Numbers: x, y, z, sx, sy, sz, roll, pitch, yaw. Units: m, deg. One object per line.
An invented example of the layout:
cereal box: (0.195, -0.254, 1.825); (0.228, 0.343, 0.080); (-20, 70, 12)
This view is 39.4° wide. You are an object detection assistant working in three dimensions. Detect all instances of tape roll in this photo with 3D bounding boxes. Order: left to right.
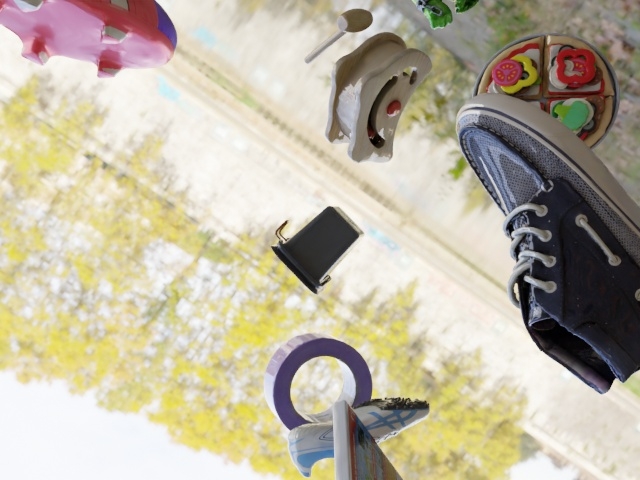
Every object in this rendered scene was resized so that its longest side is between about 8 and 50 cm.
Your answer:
tape roll: (-0.005, 0.267, 1.644); (0.189, 0.189, 0.080); (35, 173, -16)

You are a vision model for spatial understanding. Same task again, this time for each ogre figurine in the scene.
ogre figurine: (0.170, -0.365, 1.183); (0.118, 0.197, 0.097); (31, 176, 22)

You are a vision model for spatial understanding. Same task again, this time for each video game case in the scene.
video game case: (0.096, 0.396, 1.306); (0.285, 0.025, 0.204); (57, -162, -31)

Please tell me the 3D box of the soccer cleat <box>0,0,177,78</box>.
soccer cleat: (-0.188, -0.169, 0.478); (0.248, 0.095, 0.083); (20, 161, -9)

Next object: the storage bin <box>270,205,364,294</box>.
storage bin: (0.000, 0.000, 1.142); (0.098, 0.091, 0.135); (46, -174, 4)

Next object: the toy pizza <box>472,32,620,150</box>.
toy pizza: (0.310, -0.199, 1.238); (0.201, 0.201, 0.032); (36, 178, 22)

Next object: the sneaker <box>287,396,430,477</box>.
sneaker: (0.065, 0.308, 1.418); (0.085, 0.237, 0.086); (-178, 73, -78)

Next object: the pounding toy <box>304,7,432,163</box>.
pounding toy: (0.076, -0.273, 1.492); (0.155, 0.154, 0.270); (43, 141, 34)

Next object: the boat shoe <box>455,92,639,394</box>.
boat shoe: (0.238, 0.001, 0.927); (0.340, 0.158, 0.127); (44, 156, 13)
